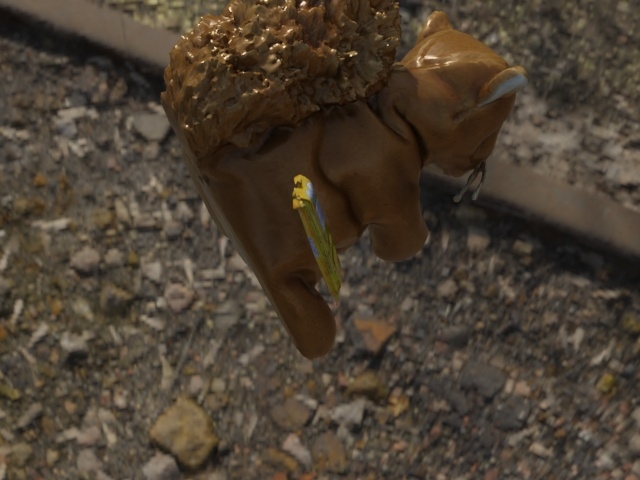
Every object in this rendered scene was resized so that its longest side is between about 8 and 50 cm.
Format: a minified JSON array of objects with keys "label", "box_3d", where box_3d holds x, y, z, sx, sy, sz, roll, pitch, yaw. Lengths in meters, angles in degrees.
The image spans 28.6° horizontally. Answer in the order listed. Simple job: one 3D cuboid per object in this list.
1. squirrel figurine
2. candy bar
[{"label":"squirrel figurine","box_3d":[0.035,-0.146,1.371,0.370,0.397,0.281,-30,37,-7]},{"label":"candy bar","box_3d":[0.000,0.000,1.172,0.018,0.161,0.040,-8,51,11]}]
